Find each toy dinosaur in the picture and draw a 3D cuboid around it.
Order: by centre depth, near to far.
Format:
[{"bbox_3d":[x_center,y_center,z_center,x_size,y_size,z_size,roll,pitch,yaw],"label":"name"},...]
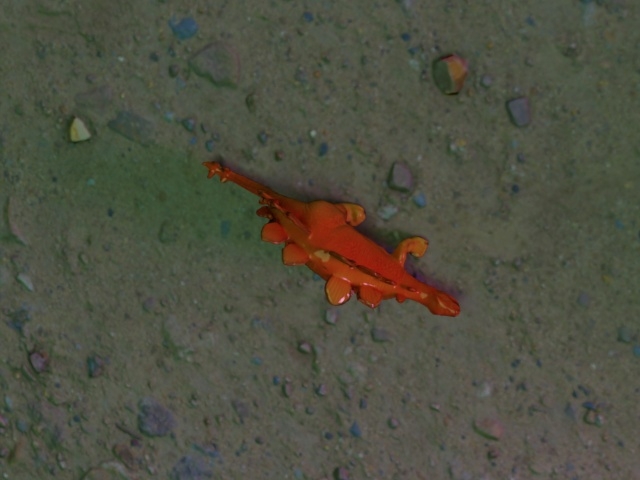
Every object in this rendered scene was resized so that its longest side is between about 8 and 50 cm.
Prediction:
[{"bbox_3d":[0.000,0.000,1.208,0.288,0.117,0.070,31,113,8],"label":"toy dinosaur"}]
